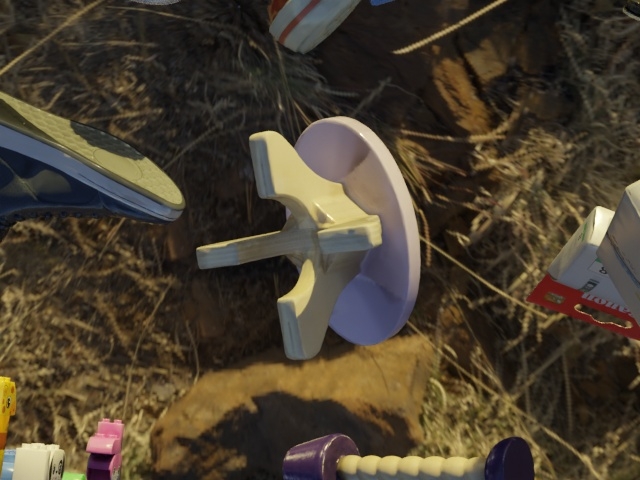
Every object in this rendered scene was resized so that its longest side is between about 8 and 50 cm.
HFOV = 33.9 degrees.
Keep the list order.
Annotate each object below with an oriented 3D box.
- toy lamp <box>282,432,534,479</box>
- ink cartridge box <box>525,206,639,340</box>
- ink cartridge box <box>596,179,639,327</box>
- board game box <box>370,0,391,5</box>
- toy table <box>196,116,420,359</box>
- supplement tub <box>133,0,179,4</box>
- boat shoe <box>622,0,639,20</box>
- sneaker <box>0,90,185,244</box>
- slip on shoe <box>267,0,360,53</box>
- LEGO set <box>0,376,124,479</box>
[{"bbox_3d":[0.080,0.238,1.080,0.274,0.080,0.080,-6,107,37],"label":"toy lamp"},{"bbox_3d":[0.331,0.065,1.118,0.181,0.225,0.056,20,59,1],"label":"ink cartridge box"},{"bbox_3d":[0.348,0.018,0.850,0.171,0.233,0.168,-28,75,3],"label":"ink cartridge box"},{"bbox_3d":[-0.004,-0.194,0.270,0.039,0.160,0.211,-20,68,-15],"label":"board game box"},{"bbox_3d":[0.000,0.000,1.210,0.252,0.161,0.274,-22,87,38],"label":"toy table"},{"bbox_3d":[-0.137,-0.254,0.861,0.071,0.071,0.107,9,120,-6],"label":"supplement tub"},{"bbox_3d":[0.403,-0.266,1.181,0.133,0.049,0.042,-1,129,-14],"label":"boat shoe"},{"bbox_3d":[-0.243,-0.023,0.893,0.226,0.086,0.163,24,110,-10],"label":"sneaker"},{"bbox_3d":[0.005,-0.238,0.613,0.101,0.331,0.123,25,142,-21],"label":"slip on shoe"},{"bbox_3d":[-0.199,0.143,0.720,0.087,0.227,0.093,5,80,2],"label":"LEGO set"}]
